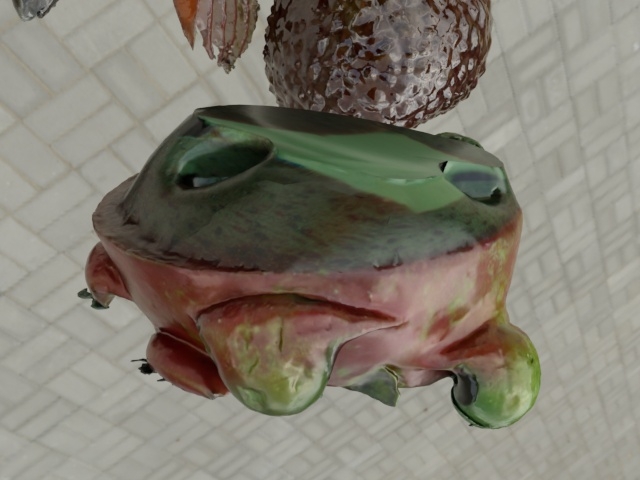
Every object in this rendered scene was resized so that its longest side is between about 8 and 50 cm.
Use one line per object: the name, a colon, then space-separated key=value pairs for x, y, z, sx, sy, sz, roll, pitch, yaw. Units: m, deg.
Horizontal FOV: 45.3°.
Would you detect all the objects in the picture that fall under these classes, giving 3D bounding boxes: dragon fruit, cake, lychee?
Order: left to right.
cake: x=-0.140 y=-0.340 z=0.918 sx=0.135 sy=0.287 sz=0.098 roll=-4 pitch=176 yaw=24
dragon fruit: x=0.000 y=0.000 z=0.456 sx=0.268 sy=0.295 sz=0.130 roll=-23 pitch=128 yaw=-54
lychee: x=0.058 y=-0.227 z=0.849 sx=0.261 sy=0.260 sz=0.260 roll=-19 pitch=137 yaw=-18

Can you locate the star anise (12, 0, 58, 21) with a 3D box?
star anise: x=-0.121 y=-0.272 z=0.422 sx=0.332 sy=0.331 sz=0.118 roll=-43 pitch=137 yaw=9
